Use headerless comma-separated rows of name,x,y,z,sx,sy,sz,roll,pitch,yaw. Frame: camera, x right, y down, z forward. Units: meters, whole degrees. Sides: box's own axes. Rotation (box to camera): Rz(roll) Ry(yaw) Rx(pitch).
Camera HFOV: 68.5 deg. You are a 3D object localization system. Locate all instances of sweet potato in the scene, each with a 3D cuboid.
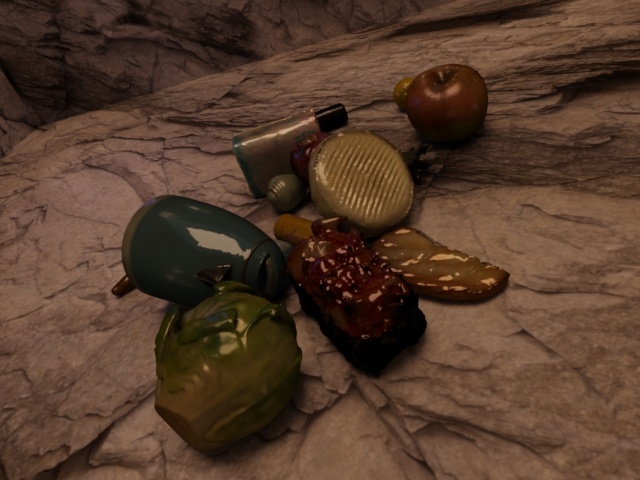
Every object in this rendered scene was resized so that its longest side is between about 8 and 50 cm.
sweet potato,-0.428,0.030,1.308,0.108,0.079,0.346,-22,22,53

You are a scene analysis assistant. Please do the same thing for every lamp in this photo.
lamp,-0.070,-0.154,1.372,0.193,0.106,0.106,-27,34,-29

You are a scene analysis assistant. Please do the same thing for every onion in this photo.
onion,0.006,-0.200,1.304,0.159,0.195,0.159,-19,31,12

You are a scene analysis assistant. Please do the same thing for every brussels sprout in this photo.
brussels sprout,-0.161,0.201,0.816,0.259,0.227,0.294,-6,42,44

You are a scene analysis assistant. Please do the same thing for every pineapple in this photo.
pineapple,0.177,-0.227,1.343,0.277,0.119,0.130,8,-1,32

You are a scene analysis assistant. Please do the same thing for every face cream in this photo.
face cream,0.000,0.000,1.136,0.273,0.078,0.078,20,50,42

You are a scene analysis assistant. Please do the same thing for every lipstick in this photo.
lipstick,-0.043,-0.425,1.738,0.300,0.081,0.081,-21,34,-6

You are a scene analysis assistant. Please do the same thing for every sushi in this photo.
sushi,0.060,0.083,0.907,0.196,0.182,0.343,-24,37,-19

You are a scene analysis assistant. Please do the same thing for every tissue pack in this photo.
tissue pack,-0.116,-0.265,1.453,0.271,0.201,0.124,-18,39,4

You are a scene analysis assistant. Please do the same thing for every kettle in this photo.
kettle,-0.214,0.034,1.089,0.342,0.247,0.319,12,19,26

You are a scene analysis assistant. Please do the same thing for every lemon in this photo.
lemon,0.314,-0.525,1.682,0.109,0.109,0.133,-11,27,12

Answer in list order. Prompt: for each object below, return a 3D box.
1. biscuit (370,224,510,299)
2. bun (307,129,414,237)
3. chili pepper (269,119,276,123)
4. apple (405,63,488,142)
biscuit,0.226,0.054,0.983,0.154,0.045,0.299,-33,38,-21
bun,0.090,-0.131,1.158,0.287,0.146,0.287,9,62,-17
chili pepper,-0.161,-0.318,1.604,0.065,0.122,0.279,-13,1,-16
apple,0.381,-0.413,1.422,0.261,0.194,0.261,-14,37,11
